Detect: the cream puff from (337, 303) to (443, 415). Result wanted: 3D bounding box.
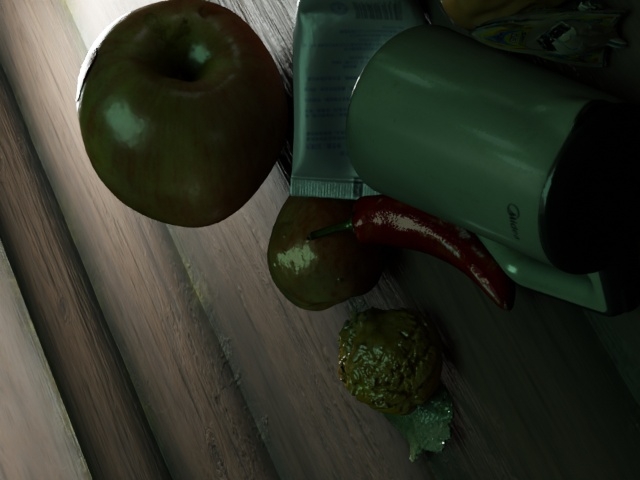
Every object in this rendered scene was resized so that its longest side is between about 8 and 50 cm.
[{"bbox_3d":[0.105,0.184,2.015,0.189,0.129,0.189,-10,70,28],"label":"cream puff"}]

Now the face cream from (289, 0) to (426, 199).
[{"bbox_3d":[0.059,-0.268,1.950,0.234,0.137,0.420,4,103,18],"label":"face cream"}]

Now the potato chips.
[{"bbox_3d":[0.140,0.288,2.096,0.228,0.059,0.167,-33,76,56],"label":"potato chips"}]

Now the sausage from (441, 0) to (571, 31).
[{"bbox_3d":[0.262,-0.346,1.639,0.241,0.136,0.120,-22,78,53],"label":"sausage"}]

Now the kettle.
[{"bbox_3d":[0.254,-0.077,1.668,0.376,0.250,0.361,30,145,47],"label":"kettle"}]

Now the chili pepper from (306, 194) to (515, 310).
[{"bbox_3d":[0.157,-0.003,1.891,0.368,0.137,0.092,18,138,36],"label":"chili pepper"}]

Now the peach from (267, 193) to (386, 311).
[{"bbox_3d":[0.000,0.000,2.090,0.232,0.232,0.233,24,120,53],"label":"peach"}]

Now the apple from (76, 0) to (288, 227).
[{"bbox_3d":[-0.246,-0.219,2.258,0.391,0.391,0.346,59,161,29],"label":"apple"}]

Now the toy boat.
[{"bbox_3d":[0.282,-0.261,1.573,0.084,0.210,0.066,104,156,-43],"label":"toy boat"}]
